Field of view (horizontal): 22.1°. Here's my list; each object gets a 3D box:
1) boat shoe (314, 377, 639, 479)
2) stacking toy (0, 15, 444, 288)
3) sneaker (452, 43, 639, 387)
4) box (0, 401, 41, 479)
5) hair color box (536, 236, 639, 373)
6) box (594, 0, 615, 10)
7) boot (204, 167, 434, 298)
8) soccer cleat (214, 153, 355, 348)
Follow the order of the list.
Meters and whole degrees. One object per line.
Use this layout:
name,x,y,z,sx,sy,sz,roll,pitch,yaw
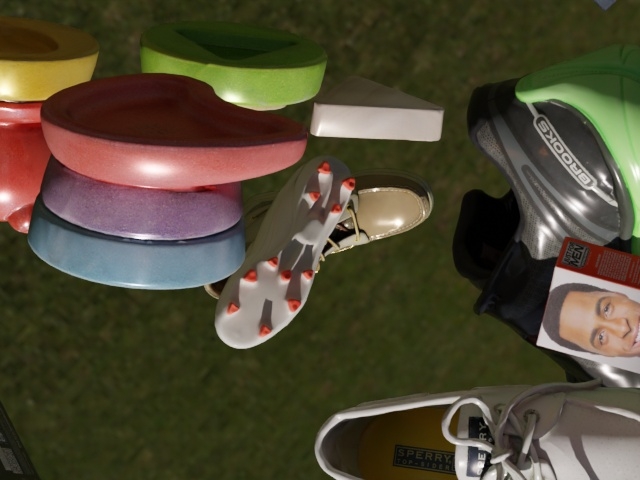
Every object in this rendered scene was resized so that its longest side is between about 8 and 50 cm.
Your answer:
boat shoe,0.152,0.171,1.344,0.156,0.367,0.135,18,76,-54
stacking toy,-0.098,-0.051,1.077,0.279,0.309,0.130,-6,114,-32
sneaker,0.226,0.021,1.468,0.185,0.202,0.483,-77,160,-46
box,-0.340,0.175,1.427,0.073,0.295,0.293,-31,168,5
hair color box,0.225,0.053,1.117,0.043,0.141,0.072,-59,161,-53
box,0.221,-0.261,1.116,0.186,0.038,0.145,-37,126,28
boot,0.000,0.000,1.631,0.165,0.213,0.077,-62,140,-60
soccer cleat,-0.033,0.012,1.437,0.196,0.068,0.076,-59,-163,-17
